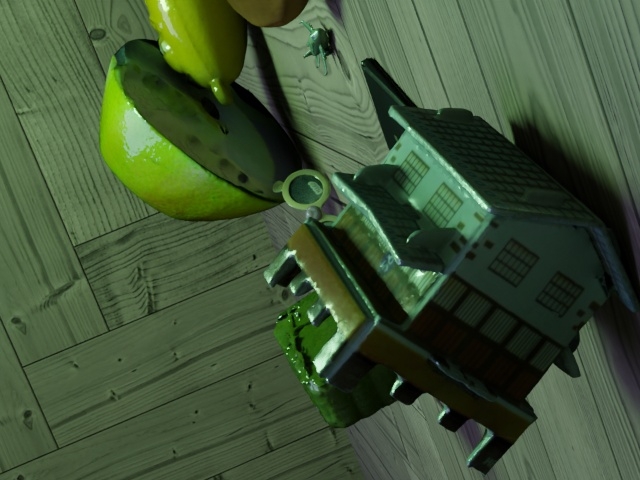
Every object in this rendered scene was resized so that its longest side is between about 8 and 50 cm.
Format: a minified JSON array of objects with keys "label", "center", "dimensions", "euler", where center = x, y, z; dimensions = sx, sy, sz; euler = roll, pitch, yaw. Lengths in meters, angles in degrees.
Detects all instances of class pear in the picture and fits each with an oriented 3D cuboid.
[{"label":"pear","center":[-0.234,-0.160,2.372],"dimensions":[0.399,0.165,0.399],"euler":[34,-155,-19]}]

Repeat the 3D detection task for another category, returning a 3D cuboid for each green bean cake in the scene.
[{"label":"green bean cake","center":[0.052,0.143,1.919],"dimensions":[0.113,0.200,0.214],"euler":[62,174,-34]}]

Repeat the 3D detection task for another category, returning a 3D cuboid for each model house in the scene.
[{"label":"model house","center":[0.104,0.024,1.074],"dimensions":[0.198,0.215,0.224],"euler":[35,-170,-28]}]

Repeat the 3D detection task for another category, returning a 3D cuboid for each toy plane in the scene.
[{"label":"toy plane","center":[-0.003,-0.256,1.754],"dimensions":[0.083,0.033,0.080],"euler":[118,130,-72]}]

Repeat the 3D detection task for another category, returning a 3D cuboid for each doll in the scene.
[{"label":"doll","center":[-0.240,-0.472,2.330],"dimensions":[0.348,0.161,0.423],"euler":[56,-158,-47]}]

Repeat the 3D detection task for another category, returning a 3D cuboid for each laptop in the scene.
[{"label":"laptop","center":[0.098,-0.110,1.511],"dimensions":[0.197,0.016,0.135],"euler":[-122,11,-55]}]

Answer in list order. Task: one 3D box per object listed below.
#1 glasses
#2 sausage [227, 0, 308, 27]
[{"label":"glasses","center":[0.027,-0.015,2.290],"dimensions":[0.189,0.088,0.220],"euler":[63,-168,26]},{"label":"sausage","center":[-0.070,-0.351,1.593],"dimensions":[0.241,0.120,0.136],"euler":[84,-164,-60]}]
